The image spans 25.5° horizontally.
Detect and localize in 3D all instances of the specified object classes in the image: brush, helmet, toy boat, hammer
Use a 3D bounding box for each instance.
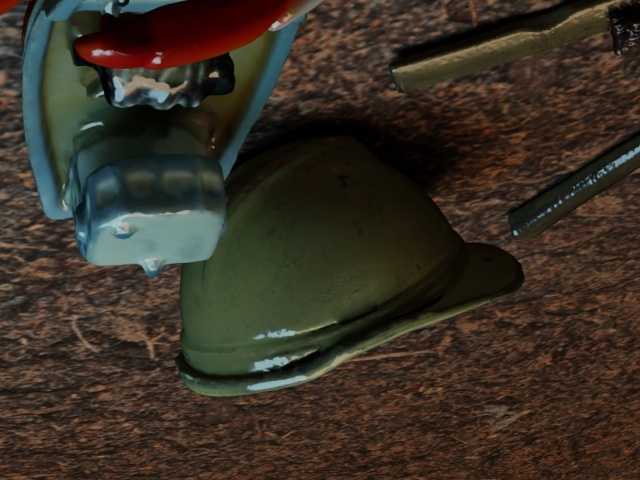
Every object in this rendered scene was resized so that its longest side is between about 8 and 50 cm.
[{"bbox_3d":[0.166,-0.133,0.906,0.248,0.036,0.043,-16,152,9],"label":"brush"},{"bbox_3d":[0.003,-0.005,0.998,0.257,0.137,0.204,-22,-163,-16],"label":"helmet"},{"bbox_3d":[-0.089,-0.083,0.775,0.145,0.133,0.332,-4,155,-15],"label":"toy boat"},{"bbox_3d":[0.257,-0.073,1.096,0.125,0.027,0.297,7,151,-38],"label":"hammer"}]

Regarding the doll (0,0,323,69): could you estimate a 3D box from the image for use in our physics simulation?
[{"bbox_3d":[-0.051,-0.166,0.570,0.384,0.188,0.099,-10,-170,-32],"label":"doll"}]
